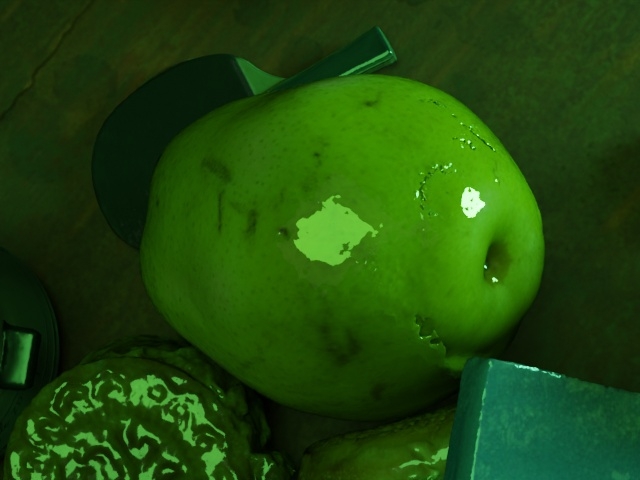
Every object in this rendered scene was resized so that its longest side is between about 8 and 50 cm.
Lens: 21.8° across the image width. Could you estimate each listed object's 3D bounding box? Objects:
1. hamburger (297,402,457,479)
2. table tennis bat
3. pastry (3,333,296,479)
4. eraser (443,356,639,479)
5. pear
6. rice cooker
[{"bbox_3d":[0.100,0.203,1.309,0.283,0.156,0.144,-14,84,4],"label":"hamburger"},{"bbox_3d":[-0.071,-0.103,1.482,0.301,0.022,0.173,-30,74,8],"label":"table tennis bat"},{"bbox_3d":[-0.139,0.198,1.397,0.235,0.132,0.240,14,92,7],"label":"pastry"},{"bbox_3d":[0.240,0.189,1.245,0.312,0.043,0.144,16,76,-21],"label":"eraser"},{"bbox_3d":[0.012,-0.002,1.335,0.336,0.285,0.285,26,86,55],"label":"pear"},{"bbox_3d":[-0.360,0.090,1.412,0.281,0.227,0.241,8,82,15],"label":"rice cooker"}]
